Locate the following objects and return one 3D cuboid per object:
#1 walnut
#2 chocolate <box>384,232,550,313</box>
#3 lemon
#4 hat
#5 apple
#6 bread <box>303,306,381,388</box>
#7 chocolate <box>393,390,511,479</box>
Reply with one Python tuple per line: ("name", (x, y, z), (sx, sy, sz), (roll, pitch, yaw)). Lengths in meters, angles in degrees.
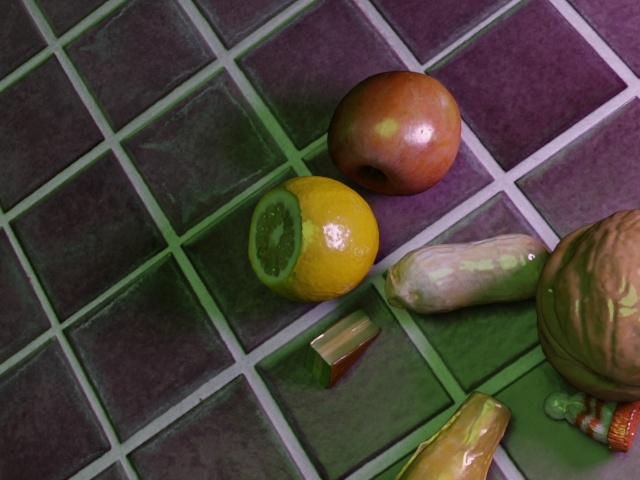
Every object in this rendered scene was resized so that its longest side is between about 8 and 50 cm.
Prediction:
("walnut", (0.507, 0.099, 1.562), (0.333, 0.333, 0.332), (-5, 72, 15))
("chocolate", (0.269, 0.059, 1.744), (0.309, 0.134, 0.134), (-12, 70, 10))
("lemon", (0.000, 0.000, 1.794), (0.240, 0.219, 0.240), (-8, 80, 54))
("hat", (0.460, 0.296, 1.633), (0.162, 0.093, 0.112), (17, 52, 27))
("apple", (0.141, -0.209, 1.815), (0.254, 0.253, 0.253), (-5, 72, 15))
("bread", (0.043, 0.204, 1.825), (0.139, 0.084, 0.074), (-35, 62, -30))
("chocolate", (0.185, 0.461, 1.643), (0.162, 0.162, 0.445), (29, 79, 22))
